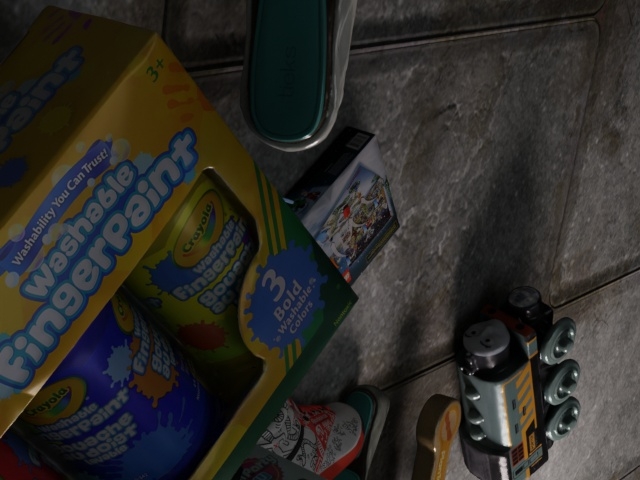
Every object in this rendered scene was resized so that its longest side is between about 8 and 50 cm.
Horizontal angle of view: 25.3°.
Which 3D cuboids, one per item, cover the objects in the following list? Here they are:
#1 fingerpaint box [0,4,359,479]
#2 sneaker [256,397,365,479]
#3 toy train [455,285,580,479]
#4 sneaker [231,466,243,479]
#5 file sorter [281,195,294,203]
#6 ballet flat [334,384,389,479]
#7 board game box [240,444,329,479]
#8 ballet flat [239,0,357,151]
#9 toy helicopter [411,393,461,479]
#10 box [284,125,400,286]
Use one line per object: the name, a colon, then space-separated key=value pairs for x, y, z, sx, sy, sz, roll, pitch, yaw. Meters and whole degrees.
fingerpaint box: x=-0.215 y=0.097 z=1.183 sx=0.445 sy=0.163 sz=0.371 roll=-53 pitch=135 yaw=-18
sneaker: x=-0.028 y=0.221 z=1.717 sx=0.270 sy=0.090 sz=0.145 roll=-45 pitch=121 yaw=-58
toy train: x=0.295 y=0.227 z=2.173 sx=0.190 sy=0.142 sz=0.334 roll=-37 pitch=136 yaw=-27
sneaker: x=-0.140 y=0.208 z=1.462 sx=0.079 sy=0.121 sz=0.217 roll=132 pitch=-41 yaw=-71
file sorter: x=-0.115 y=0.013 z=1.460 sx=0.118 sy=0.104 sz=0.170 roll=15 pitch=94 yaw=-58
ballet flat: x=0.043 y=0.295 z=1.887 sx=0.068 sy=0.072 sz=0.213 roll=15 pitch=95 yaw=-62
board game box: x=-0.054 y=0.349 z=1.553 sx=0.097 sy=0.303 sz=0.224 roll=-32 pitch=132 yaw=-44
ballet flat: x=-0.008 y=-0.291 z=1.438 sx=0.139 sy=0.139 sz=0.400 roll=-7 pitch=107 yaw=-55
toy helicopter: x=0.157 y=0.389 z=2.055 sx=0.235 sy=0.140 sz=0.355 roll=-10 pitch=113 yaw=-56
box: x=0.000 y=0.000 z=1.679 sx=0.233 sy=0.044 sz=0.159 roll=-49 pitch=143 yaw=-29
